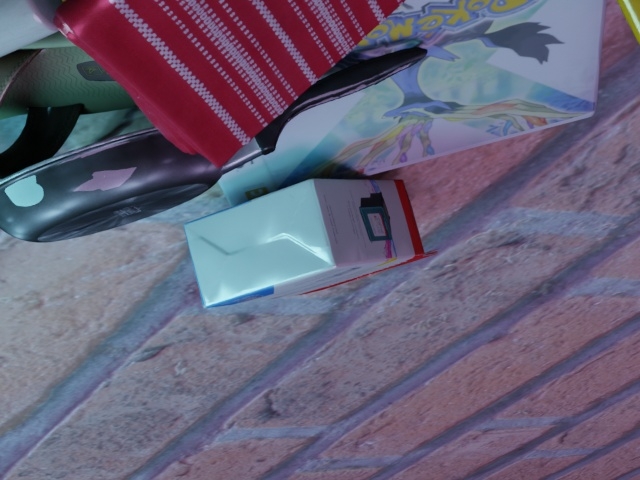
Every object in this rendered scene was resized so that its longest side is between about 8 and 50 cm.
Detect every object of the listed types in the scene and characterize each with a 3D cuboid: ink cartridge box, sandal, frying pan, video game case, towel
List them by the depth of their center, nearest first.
[{"bbox_3d":[-0.012,-0.171,0.771,0.275,0.031,0.199,-41,152,2],"label":"towel"},{"bbox_3d":[-0.206,-0.090,0.863,0.303,0.086,0.120,-8,159,18],"label":"sandal"},{"bbox_3d":[-0.092,-0.059,0.962,0.326,0.053,0.197,-16,176,-23],"label":"frying pan"},{"bbox_3d":[0.056,-0.134,0.998,0.329,0.036,0.300,-15,156,3],"label":"video game case"},{"bbox_3d":[0.000,0.000,1.156,0.134,0.078,0.231,-18,174,26],"label":"ink cartridge box"}]

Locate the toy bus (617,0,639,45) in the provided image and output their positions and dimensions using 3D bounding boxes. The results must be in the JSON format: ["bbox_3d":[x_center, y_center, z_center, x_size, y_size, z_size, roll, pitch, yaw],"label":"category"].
[{"bbox_3d":[0.353,-0.224,0.830,0.333,0.108,0.130,-26,-171,26],"label":"toy bus"}]

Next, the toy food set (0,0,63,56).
[{"bbox_3d":[-0.229,-0.163,0.688,0.104,0.111,0.232,-20,154,19],"label":"toy food set"}]
